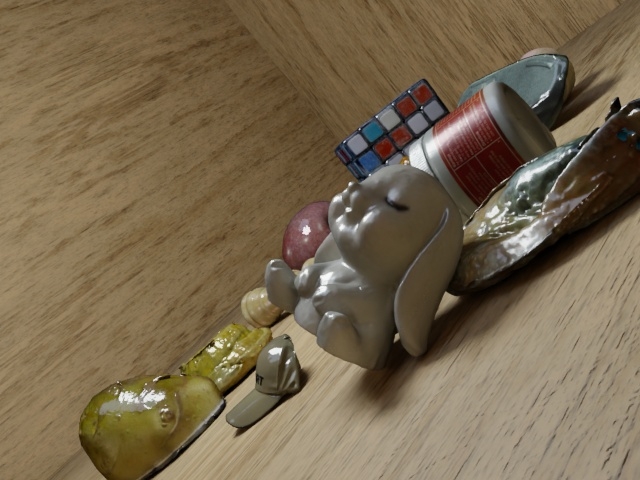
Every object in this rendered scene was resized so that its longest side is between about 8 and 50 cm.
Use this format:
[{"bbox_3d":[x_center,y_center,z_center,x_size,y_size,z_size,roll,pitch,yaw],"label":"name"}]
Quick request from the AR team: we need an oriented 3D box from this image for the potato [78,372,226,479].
[{"bbox_3d":[-0.371,0.369,1.549,0.299,0.196,0.246,-37,6,2],"label":"potato"}]

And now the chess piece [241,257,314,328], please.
[{"bbox_3d":[-0.065,0.131,1.991,0.397,0.117,0.117,-31,9,45],"label":"chess piece"}]

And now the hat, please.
[{"bbox_3d":[-0.105,0.246,1.280,0.175,0.085,0.147,-38,5,-3],"label":"hat"}]

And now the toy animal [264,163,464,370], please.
[{"bbox_3d":[0.079,0.023,1.008,0.271,0.206,0.265,30,93,57],"label":"toy animal"}]

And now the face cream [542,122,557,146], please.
[{"bbox_3d":[0.346,-0.139,1.414,0.214,0.096,0.096,-40,5,-9],"label":"face cream"}]

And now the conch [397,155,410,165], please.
[{"bbox_3d":[0.192,-0.089,1.434,0.109,0.093,0.330,-33,-24,-2],"label":"conch"}]

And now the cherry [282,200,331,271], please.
[{"bbox_3d":[0.000,0.000,2.087,0.236,0.213,0.285,-23,-17,-36],"label":"cherry"}]

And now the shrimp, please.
[{"bbox_3d":[0.308,-0.057,0.933,0.445,0.110,0.221,-40,9,42],"label":"shrimp"}]

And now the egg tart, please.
[{"bbox_3d":[-0.246,0.295,1.781,0.290,0.115,0.290,-38,3,2],"label":"egg tart"}]

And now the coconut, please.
[{"bbox_3d":[0.576,-0.415,1.910,0.171,0.171,0.183,-35,9,41],"label":"coconut"}]

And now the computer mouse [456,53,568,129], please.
[{"bbox_3d":[0.477,-0.335,1.771,0.374,0.114,0.203,-1,68,62],"label":"computer mouse"}]

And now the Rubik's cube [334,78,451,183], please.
[{"bbox_3d":[0.241,-0.240,2.054,0.293,0.292,0.287,-37,5,0],"label":"Rubik's cube"}]

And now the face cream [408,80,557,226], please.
[{"bbox_3d":[0.281,-0.136,1.229,0.187,0.201,0.201,-37,5,28],"label":"face cream"}]
